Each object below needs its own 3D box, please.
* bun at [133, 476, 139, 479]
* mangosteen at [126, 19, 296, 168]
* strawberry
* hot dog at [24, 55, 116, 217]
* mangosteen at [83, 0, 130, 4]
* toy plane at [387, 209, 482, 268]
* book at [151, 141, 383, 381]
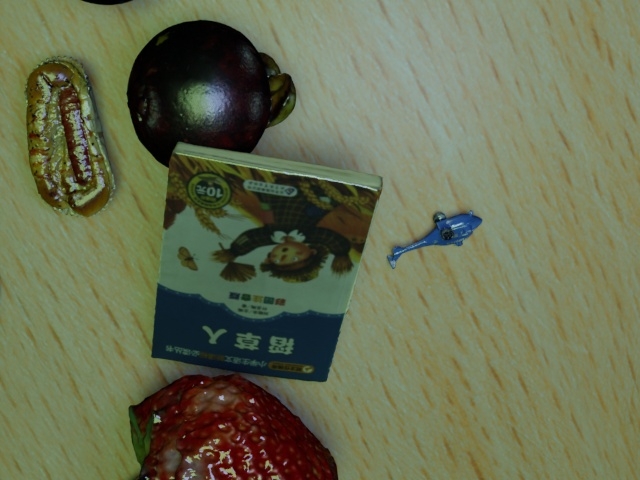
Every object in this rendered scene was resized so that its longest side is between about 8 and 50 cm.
[{"bbox_3d":[-0.273,0.493,1.480,0.183,0.102,0.183,0,106,0],"label":"bun"},{"bbox_3d":[-0.155,-0.210,1.278,0.265,0.228,0.228,-7,106,-34],"label":"mangosteen"},{"bbox_3d":[-0.141,0.345,1.359,0.310,0.292,0.292,-16,103,-1],"label":"strawberry"},{"bbox_3d":[-0.395,-0.160,1.343,0.131,0.069,0.253,-5,102,1],"label":"hot dog"},{"bbox_3d":[-0.308,-0.453,1.213,0.243,0.243,0.243,0,103,-1],"label":"mangosteen"},{"bbox_3d":[0.188,-0.001,1.407,0.167,0.054,0.062,-21,128,3],"label":"toy plane"},{"bbox_3d":[-0.096,0.053,1.316,0.300,0.039,0.428,8,130,-6],"label":"book"}]
